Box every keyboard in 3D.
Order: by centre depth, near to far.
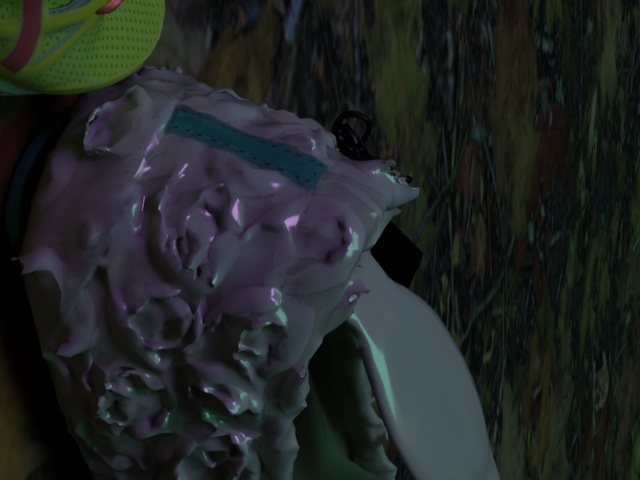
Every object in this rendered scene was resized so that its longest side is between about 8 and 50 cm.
[{"bbox_3d":[0.000,0.000,0.866,0.100,0.038,0.192,-61,160,-5],"label":"keyboard"}]

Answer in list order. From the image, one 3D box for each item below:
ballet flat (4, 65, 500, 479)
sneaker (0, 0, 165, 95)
[{"bbox_3d":[0.001,0.112,0.701,0.409,0.147,0.147,75,25,-47],"label":"ballet flat"},{"bbox_3d":[-0.070,-0.095,0.501,0.208,0.094,0.081,55,39,-65],"label":"sneaker"}]
